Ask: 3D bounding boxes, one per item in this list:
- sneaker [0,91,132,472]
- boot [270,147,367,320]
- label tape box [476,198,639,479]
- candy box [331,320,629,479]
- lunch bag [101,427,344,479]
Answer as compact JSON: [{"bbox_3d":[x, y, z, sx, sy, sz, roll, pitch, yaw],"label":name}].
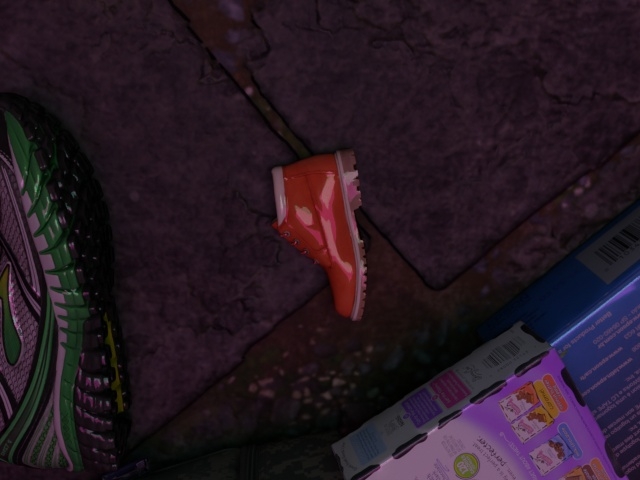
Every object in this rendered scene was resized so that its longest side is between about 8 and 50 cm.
[{"bbox_3d":[-0.250,0.050,0.669,0.146,0.134,0.344,-3,108,-5],"label":"sneaker"},{"bbox_3d":[0.000,0.000,0.726,0.084,0.059,0.158,-9,99,-1],"label":"boot"},{"bbox_3d":[0.350,0.145,0.781,0.240,0.106,0.334,-40,107,7],"label":"label tape box"},{"bbox_3d":[0.135,0.192,0.671,0.196,0.070,0.165,-33,108,-2],"label":"candy box"},{"bbox_3d":[-0.070,0.347,0.739,0.256,0.212,0.305,-13,107,-3],"label":"lunch bag"}]
